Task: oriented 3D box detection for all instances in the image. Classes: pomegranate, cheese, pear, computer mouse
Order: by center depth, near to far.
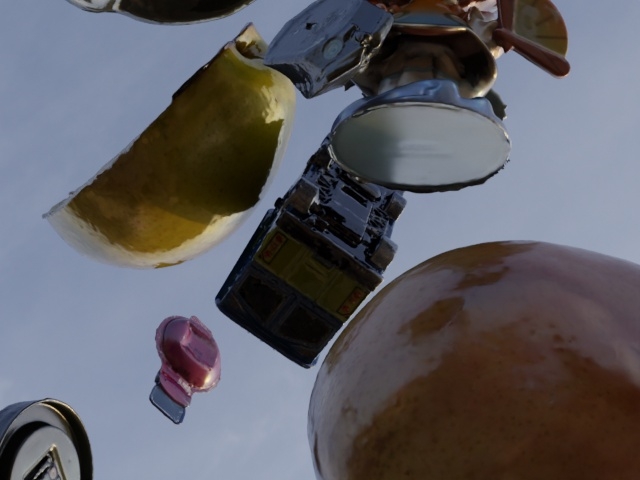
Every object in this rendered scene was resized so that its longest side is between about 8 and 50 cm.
[{"bbox_3d":[0.122,0.155,0.574,0.319,0.319,0.319,1,-67,2],"label":"pomegranate"},{"bbox_3d":[0.011,-0.178,0.858,0.106,0.192,0.062,-43,-62,-5],"label":"computer mouse"},{"bbox_3d":[-0.171,-0.095,1.239,0.386,0.340,0.191,-35,-74,31],"label":"pear"},{"bbox_3d":[-0.238,0.220,1.595,0.062,0.244,0.155,-35,-69,28],"label":"cheese"}]

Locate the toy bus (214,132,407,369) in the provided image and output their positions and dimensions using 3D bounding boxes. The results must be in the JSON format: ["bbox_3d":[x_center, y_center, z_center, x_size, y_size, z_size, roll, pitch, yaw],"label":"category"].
[{"bbox_3d":[0.000,0.000,1.096,0.138,0.287,0.175,35,-64,-5],"label":"toy bus"}]

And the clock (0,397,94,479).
[{"bbox_3d":[-0.310,0.262,0.981,0.040,0.184,0.184,-4,-66,19],"label":"clock"}]

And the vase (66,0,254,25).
[{"bbox_3d":[-0.077,-0.302,0.527,0.156,0.251,0.301,4,-97,-29],"label":"vase"}]

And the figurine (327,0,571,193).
[{"bbox_3d":[0.125,-0.249,1.027,0.277,0.388,0.248,2,-23,2],"label":"figurine"}]
